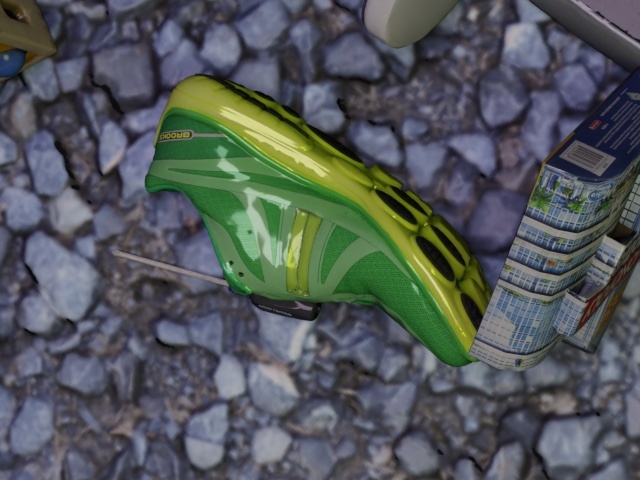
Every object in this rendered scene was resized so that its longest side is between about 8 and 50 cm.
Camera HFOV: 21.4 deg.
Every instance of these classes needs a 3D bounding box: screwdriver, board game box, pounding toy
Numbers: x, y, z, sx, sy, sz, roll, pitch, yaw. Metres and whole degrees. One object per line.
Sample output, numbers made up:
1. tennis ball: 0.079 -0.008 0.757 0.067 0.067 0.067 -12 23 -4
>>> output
1. screwdriver: -0.079 0.029 1.246 0.170 0.025 0.024 15 92 14
2. board game box: 0.170 0.009 1.102 0.060 0.194 0.194 27 123 16
3. pounding toy: -0.282 -0.136 1.242 0.130 0.141 0.100 -26 83 13

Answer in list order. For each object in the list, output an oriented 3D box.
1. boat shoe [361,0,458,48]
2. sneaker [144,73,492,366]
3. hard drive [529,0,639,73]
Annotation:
1. boat shoe: 0.085 -0.266 1.177 0.088 0.096 0.267 29 99 27
2. sneaker: 0.000 0.000 1.195 0.295 0.109 0.123 37 107 19
3. hard drive: 0.256 -0.189 1.148 0.255 0.054 0.172 35 97 13
